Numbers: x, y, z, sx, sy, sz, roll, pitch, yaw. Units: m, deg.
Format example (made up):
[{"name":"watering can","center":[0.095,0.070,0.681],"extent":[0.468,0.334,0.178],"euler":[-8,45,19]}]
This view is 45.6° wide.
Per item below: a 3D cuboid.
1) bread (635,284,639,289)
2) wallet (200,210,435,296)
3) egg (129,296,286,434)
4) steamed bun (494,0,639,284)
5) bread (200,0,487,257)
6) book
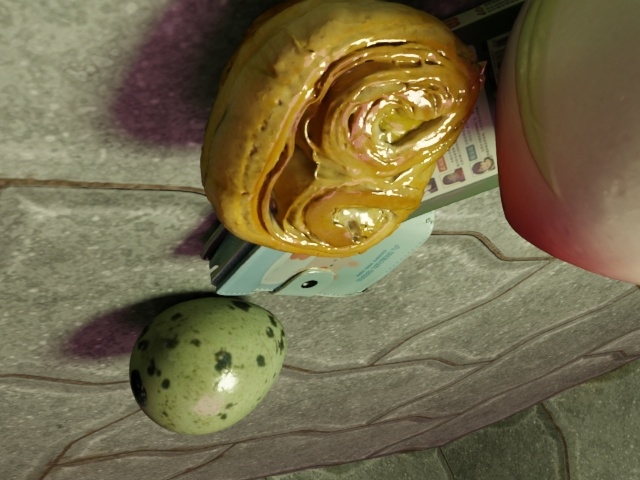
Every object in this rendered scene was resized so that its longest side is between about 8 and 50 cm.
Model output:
[{"name":"bread","center":[0.597,-0.017,1.209],"extent":[0.288,0.156,0.204],"euler":[-5,145,-22]},{"name":"wallet","center":[0.000,0.000,0.908],"extent":[0.250,0.075,0.176],"euler":[4,142,-41]},{"name":"egg","center":[-0.145,0.161,1.024],"extent":[0.228,0.177,0.177],"euler":[-20,162,-37]},{"name":"steamed bun","center":[0.257,-0.092,0.589],"extent":[0.309,0.309,0.309],"euler":[-15,156,-7]},{"name":"bread","center":[0.009,-0.088,0.606],"extent":[0.198,0.120,0.236],"euler":[7,133,-26]},{"name":"book","center":[0.086,-0.100,0.725],"extent":[0.264,0.027,0.202],"euler":[-22,136,6]}]
